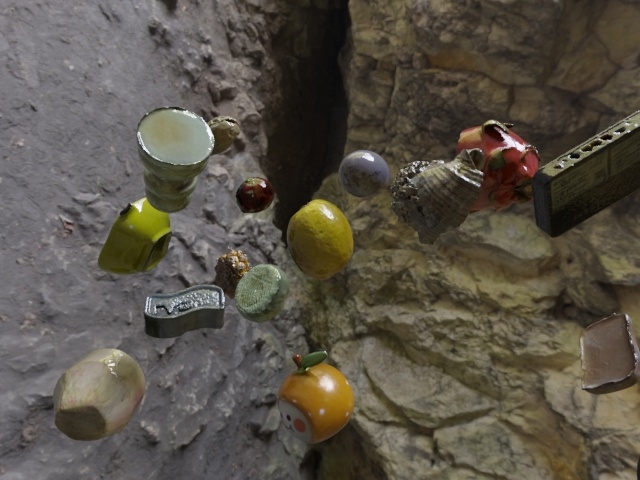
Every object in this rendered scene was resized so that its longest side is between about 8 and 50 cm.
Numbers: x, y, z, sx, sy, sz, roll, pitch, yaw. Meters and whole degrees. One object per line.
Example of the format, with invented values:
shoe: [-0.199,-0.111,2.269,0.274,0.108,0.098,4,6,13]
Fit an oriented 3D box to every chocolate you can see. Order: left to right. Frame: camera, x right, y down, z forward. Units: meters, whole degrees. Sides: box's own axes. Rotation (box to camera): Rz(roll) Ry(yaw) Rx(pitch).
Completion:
chocolate: [0.832,0.331,1.147,0.161,0.083,0.261,-46,-177,46]

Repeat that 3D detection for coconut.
coconut: [-0.654,0.452,1.217,0.259,0.259,0.259,3,90,-77]

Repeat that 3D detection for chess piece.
chess piece: [-0.300,-0.140,0.816,0.243,0.133,0.133,134,-29,-56]

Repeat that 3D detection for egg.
egg: [0.139,-0.204,1.256,0.199,0.146,0.146,-2,95,-54]

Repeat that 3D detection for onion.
onion: [-0.191,-0.135,1.211,0.118,0.119,0.117,78,8,-48]

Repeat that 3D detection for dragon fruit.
dragon fruit: [0.587,-0.238,1.304,0.305,0.226,0.305,3,86,-49]

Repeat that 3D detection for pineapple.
pineapple: [-0.353,0.136,1.597,0.076,0.225,0.224,0,93,-51]

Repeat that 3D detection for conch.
conch: [0.230,-0.088,0.810,0.245,0.163,0.178,-42,-124,46]

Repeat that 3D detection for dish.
dish: [-0.509,0.002,1.174,0.262,0.108,0.221,-57,179,26]

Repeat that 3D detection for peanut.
peanut: [-0.417,-0.357,1.462,0.130,0.290,0.130,56,21,-33]

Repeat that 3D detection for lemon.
lemon: [0.000,0.000,1.046,0.170,0.170,0.207,-42,113,-72]

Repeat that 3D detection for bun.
bun: [-0.183,0.178,1.323,0.118,0.195,0.195,51,41,-47]

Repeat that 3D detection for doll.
doll: [-0.022,0.395,1.071,0.213,0.213,0.236,-27,100,-75]

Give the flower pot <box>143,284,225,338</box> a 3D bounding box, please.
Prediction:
flower pot: [-0.395,0.206,1.181,0.108,0.229,0.103,109,-34,-44]

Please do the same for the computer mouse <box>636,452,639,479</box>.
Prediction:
computer mouse: [0.551,0.299,0.570,0.086,0.138,0.269,-7,113,-57]

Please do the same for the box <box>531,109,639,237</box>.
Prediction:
box: [0.696,-0.167,1.000,0.211,0.350,0.058,58,3,-38]
